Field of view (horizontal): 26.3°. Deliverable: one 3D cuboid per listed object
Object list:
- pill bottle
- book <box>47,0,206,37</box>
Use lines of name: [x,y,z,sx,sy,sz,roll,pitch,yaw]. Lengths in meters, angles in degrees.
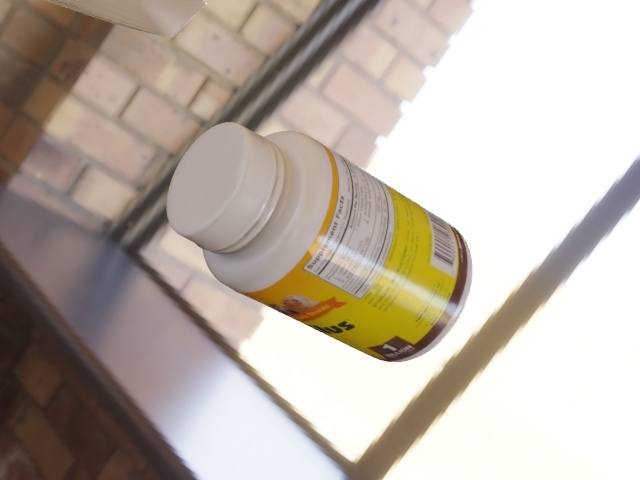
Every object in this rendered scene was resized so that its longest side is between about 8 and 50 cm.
pill bottle: [0.000,0.000,0.957,0.215,0.117,0.117,29,5,-37]
book: [-0.079,-0.132,0.382,0.096,0.035,0.144,19,50,-36]
